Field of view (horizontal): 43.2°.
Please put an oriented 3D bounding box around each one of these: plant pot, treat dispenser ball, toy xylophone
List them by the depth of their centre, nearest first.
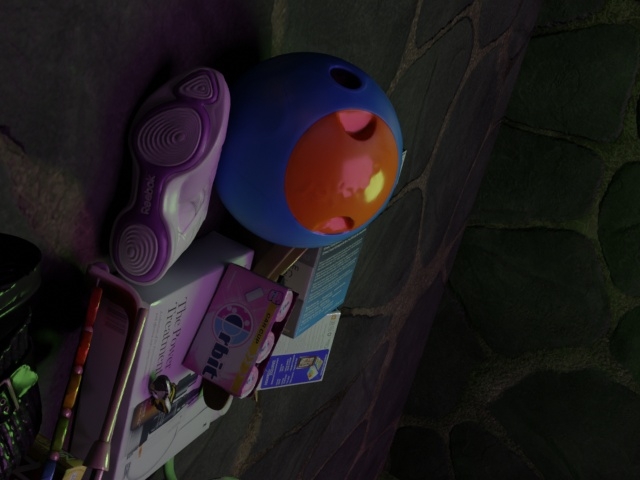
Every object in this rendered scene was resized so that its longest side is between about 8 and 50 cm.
[{"bbox_3d":[-0.282,0.180,0.985,0.236,0.081,0.322,132,-30,-60],"label":"toy xylophone"},{"bbox_3d":[-0.023,-0.133,1.198,0.288,0.288,0.288,-52,157,-33],"label":"treat dispenser ball"},{"bbox_3d":[-0.066,-0.027,1.424,0.237,0.110,0.237,-46,177,-3],"label":"plant pot"}]

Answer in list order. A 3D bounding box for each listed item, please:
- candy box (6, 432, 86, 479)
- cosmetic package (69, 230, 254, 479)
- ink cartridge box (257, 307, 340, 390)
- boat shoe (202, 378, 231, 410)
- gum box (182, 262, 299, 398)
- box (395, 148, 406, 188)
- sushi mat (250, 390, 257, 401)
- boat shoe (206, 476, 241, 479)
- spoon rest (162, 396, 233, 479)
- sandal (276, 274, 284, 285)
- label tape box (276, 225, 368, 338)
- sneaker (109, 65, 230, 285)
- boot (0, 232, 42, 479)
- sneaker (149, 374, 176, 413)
[{"bbox_3d":[-0.402,0.360,1.084,0.186,0.109,0.053,-65,160,3],"label":"candy box"},{"bbox_3d":[-0.254,0.198,1.299,0.284,0.098,0.377,-34,144,-60],"label":"cosmetic package"},{"bbox_3d":[-0.072,0.242,1.825,0.208,0.045,0.206,-4,124,-30],"label":"ink cartridge box"},{"bbox_3d":[-0.155,0.210,1.347,0.048,0.056,0.152,-18,122,-66],"label":"boat shoe"},{"bbox_3d":[-0.125,0.143,1.259,0.188,0.107,0.062,-65,162,-2],"label":"gum box"},{"bbox_3d":[0.141,-0.148,1.974,0.207,0.036,0.114,-37,147,-53],"label":"box"},{"bbox_3d":[-0.141,0.167,1.541,0.316,0.019,0.151,90,-5,-51],"label":"sushi mat"},{"bbox_3d":[-0.276,0.466,1.421,0.341,0.158,0.127,9,98,-61],"label":"boat shoe"},{"bbox_3d":[-0.239,0.356,1.578,0.137,0.084,0.276,71,34,-65],"label":"spoon rest"},{"bbox_3d":[-0.106,0.141,1.415,0.067,0.040,0.179,51,60,-79],"label":"sandal"},{"bbox_3d":[0.000,0.000,1.684,0.249,0.115,0.347,-29,137,-61],"label":"label tape box"},{"bbox_3d":[-0.199,-0.094,1.101,0.152,0.114,0.305,-49,163,-72],"label":"sneaker"},{"bbox_3d":[-0.406,0.166,0.806,0.348,0.131,0.260,-35,145,-55],"label":"boot"},{"bbox_3d":[-0.231,0.221,1.200,0.083,0.031,0.035,101,11,-45],"label":"sneaker"}]
